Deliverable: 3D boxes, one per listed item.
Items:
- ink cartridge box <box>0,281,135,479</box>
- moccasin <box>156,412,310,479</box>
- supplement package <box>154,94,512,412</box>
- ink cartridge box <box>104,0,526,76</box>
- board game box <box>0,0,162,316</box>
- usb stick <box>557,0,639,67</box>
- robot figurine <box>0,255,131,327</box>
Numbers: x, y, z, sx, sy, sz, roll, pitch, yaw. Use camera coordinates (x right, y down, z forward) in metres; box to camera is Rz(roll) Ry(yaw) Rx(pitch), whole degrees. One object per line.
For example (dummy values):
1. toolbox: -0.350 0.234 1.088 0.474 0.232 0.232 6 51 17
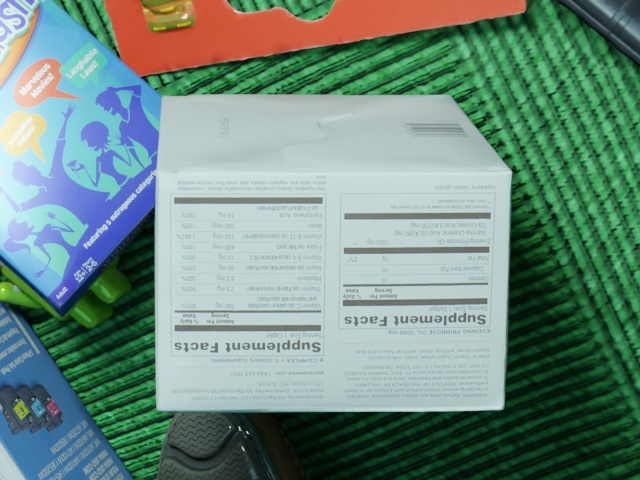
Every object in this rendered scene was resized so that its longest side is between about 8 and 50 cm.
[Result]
1. ink cartridge box: -0.278 0.227 1.441 0.270 0.151 0.395 -32 91 21
2. moccasin: 0.001 0.272 1.389 0.139 0.147 0.380 -23 100 34
3. supplement package: 0.000 0.000 1.225 0.204 0.262 0.145 0 104 -4
4. ink cartridge box: -0.061 -0.289 1.244 0.308 0.091 0.385 -7 113 22
5. board game box: -0.204 -0.076 1.366 0.210 0.047 0.160 41 79 4
6. usb stick: 0.249 -0.119 1.257 0.278 0.045 0.077 39 69 4
7. robot figurine: -0.192 0.011 1.410 0.115 0.067 0.101 39 109 4
